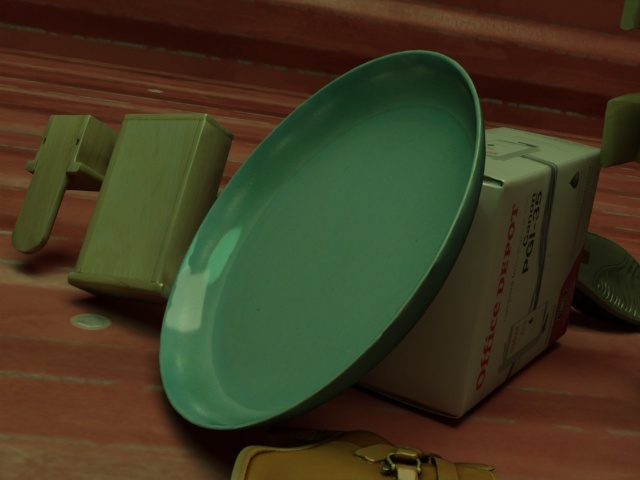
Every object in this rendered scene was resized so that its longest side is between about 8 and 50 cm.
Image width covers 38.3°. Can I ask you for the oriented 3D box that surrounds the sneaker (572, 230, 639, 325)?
[{"bbox_3d":[0.272,0.040,1.063,0.222,0.083,0.118,29,-29,-13],"label":"sneaker"}]

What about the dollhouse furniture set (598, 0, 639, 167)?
[{"bbox_3d":[0.467,-0.041,0.812,0.256,0.394,0.362,-14,30,-32],"label":"dollhouse furniture set"}]

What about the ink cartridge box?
[{"bbox_3d":[0.148,0.015,0.843,0.117,0.207,0.283,17,18,28],"label":"ink cartridge box"}]

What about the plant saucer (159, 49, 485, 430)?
[{"bbox_3d":[0.000,0.000,0.674,0.043,0.317,0.317,37,3,-29],"label":"plant saucer"}]

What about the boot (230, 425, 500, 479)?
[{"bbox_3d":[0.029,0.156,0.525,0.152,0.073,0.197,7,13,9],"label":"boot"}]

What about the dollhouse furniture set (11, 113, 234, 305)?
[{"bbox_3d":[-0.095,0.022,0.980,0.303,0.174,0.355,6,-18,32],"label":"dollhouse furniture set"}]
